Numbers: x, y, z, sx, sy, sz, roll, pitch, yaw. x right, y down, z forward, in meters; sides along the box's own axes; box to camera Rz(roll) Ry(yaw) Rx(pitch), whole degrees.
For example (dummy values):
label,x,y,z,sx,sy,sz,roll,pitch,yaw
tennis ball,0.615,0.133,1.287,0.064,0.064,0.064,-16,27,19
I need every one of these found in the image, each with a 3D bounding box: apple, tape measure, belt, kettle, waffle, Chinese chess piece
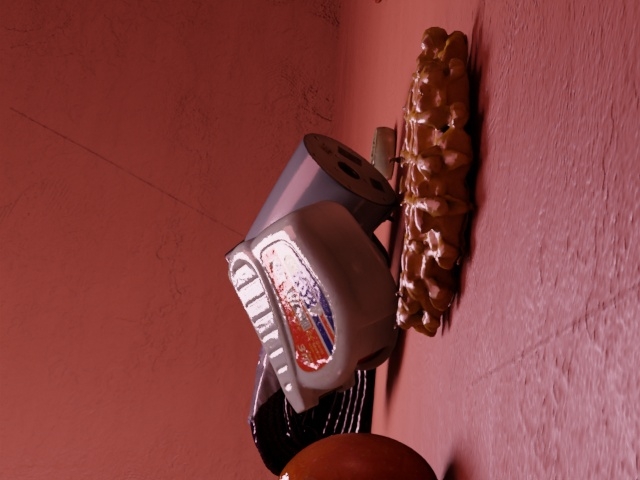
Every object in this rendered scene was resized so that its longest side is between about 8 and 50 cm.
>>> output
label,x,y,z,sx,sy,sz,roll,pitch,yaw
apple,0.034,0.281,1.382,0.201,0.162,0.201,-173,90,-86
tape measure,0.002,0.082,1.949,0.246,0.125,0.243,-32,84,50
belt,-0.012,0.227,2.242,0.164,0.184,0.289,80,-159,-83
kettle,0.000,0.000,2.114,0.243,0.211,0.160,-54,17,22
waffle,0.109,-0.069,1.482,0.259,0.069,0.292,97,175,-55
Chinese chess piece,0.093,-0.131,2.217,0.084,0.034,0.084,-174,90,-87

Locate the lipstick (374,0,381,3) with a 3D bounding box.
label,x,y,z,sx,sy,sz,roll,pitch,yaw
lipstick,0.105,-0.442,2.566,0.129,0.030,0.030,113,162,-79
